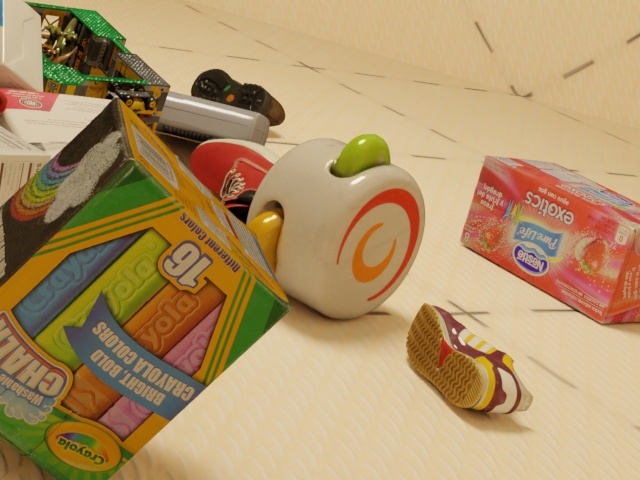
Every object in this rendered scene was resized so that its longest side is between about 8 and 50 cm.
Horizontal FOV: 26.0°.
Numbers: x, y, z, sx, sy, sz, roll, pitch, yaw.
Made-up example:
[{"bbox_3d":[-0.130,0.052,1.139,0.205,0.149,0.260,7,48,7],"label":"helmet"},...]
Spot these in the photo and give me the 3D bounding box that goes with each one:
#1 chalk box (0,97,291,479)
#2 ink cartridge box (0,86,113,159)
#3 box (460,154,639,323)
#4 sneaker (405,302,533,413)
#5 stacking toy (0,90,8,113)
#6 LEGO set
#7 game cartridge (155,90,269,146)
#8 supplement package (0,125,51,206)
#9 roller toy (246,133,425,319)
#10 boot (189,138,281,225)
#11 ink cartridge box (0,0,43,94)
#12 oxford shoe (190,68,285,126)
[{"bbox_3d":[-0.197,0.065,1.094,0.179,0.289,0.180,44,7,-23],"label":"chalk box"},{"bbox_3d":[-0.283,-0.071,1.608,0.172,0.100,0.237,3,34,-36],"label":"ink cartridge box"},{"bbox_3d":[0.364,-0.005,1.981,0.154,0.142,0.300,1,21,-40],"label":"box"},{"bbox_3d":[0.158,0.132,1.491,0.083,0.070,0.185,17,20,-26],"label":"sneaker"},{"bbox_3d":[-0.501,-0.138,1.482,0.309,0.130,0.279,-24,10,2],"label":"stacking toy"},{"bbox_3d":[-0.359,-0.183,1.865,0.255,0.192,0.331,-7,36,-48],"label":"LEGO set"},{"bbox_3d":[-0.177,-0.180,2.112,0.196,0.060,0.294,17,0,-7],"label":"game cartridge"},{"bbox_3d":[-0.424,-0.049,1.430,0.244,0.134,0.139,-2,23,-45],"label":"supplement package"},{"bbox_3d":[0.012,-0.015,1.617,0.146,0.209,0.191,27,-15,36],"label":"roller toy"},{"bbox_3d":[-0.118,-0.070,1.879,0.244,0.088,0.176,25,24,31],"label":"boot"},{"bbox_3d":[-0.457,-0.202,1.711,0.078,0.231,0.134,40,34,-50],"label":"ink cartridge box"},{"bbox_3d":[-0.149,-0.243,2.472,0.227,0.083,0.096,29,-2,44],"label":"oxford shoe"}]
